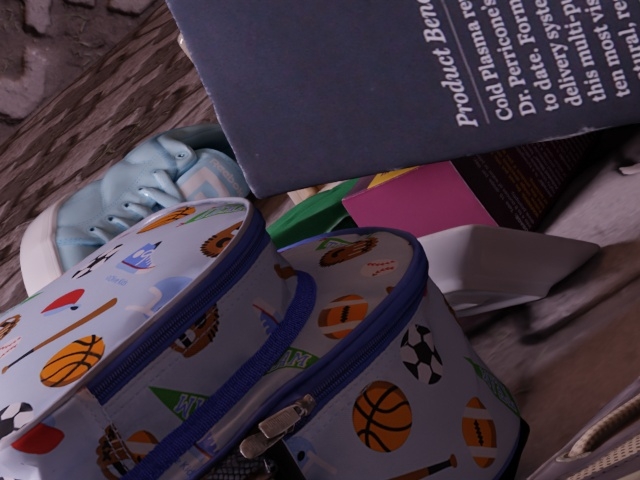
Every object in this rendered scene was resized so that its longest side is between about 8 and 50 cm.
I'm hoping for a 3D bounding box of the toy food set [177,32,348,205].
[{"bbox_3d":[0.020,-0.156,1.528,0.220,0.092,0.306,-37,41,2],"label":"toy food set"}]

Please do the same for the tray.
[{"bbox_3d":[0.015,0.039,1.084,0.270,0.030,0.145,-16,-12,34],"label":"tray"}]

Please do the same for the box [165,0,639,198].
[{"bbox_3d":[0.187,-0.295,1.144,0.471,0.297,0.480,-9,27,27],"label":"box"}]

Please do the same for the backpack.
[{"bbox_3d":[-0.052,0.097,0.854,0.263,0.213,0.276,-32,20,-25],"label":"backpack"}]

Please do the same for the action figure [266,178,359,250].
[{"bbox_3d":[0.000,0.000,1.309,0.232,0.063,0.137,-35,8,-39],"label":"action figure"}]

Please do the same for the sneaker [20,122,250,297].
[{"bbox_3d":[-0.142,-0.021,1.594,0.150,0.135,0.366,-35,15,21],"label":"sneaker"}]

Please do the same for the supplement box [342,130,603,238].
[{"bbox_3d":[0.111,-0.063,1.232,0.104,0.081,0.188,-22,22,45],"label":"supplement box"}]

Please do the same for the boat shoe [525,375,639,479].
[{"bbox_3d":[0.131,0.111,0.618,0.355,0.132,0.130,-31,4,-9],"label":"boat shoe"}]
